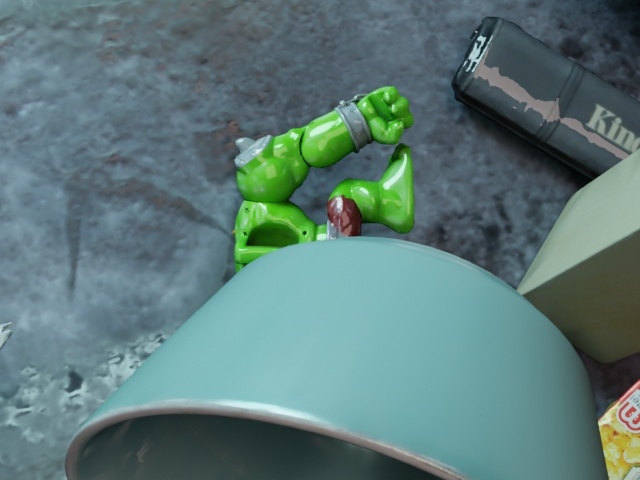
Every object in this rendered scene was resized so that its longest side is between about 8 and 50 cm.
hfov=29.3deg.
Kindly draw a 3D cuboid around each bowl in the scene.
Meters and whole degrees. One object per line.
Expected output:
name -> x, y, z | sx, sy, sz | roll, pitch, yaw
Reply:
bowl -> 0.031, 0.115, 0.692 | 0.311, 0.311, 0.163 | 26, 55, -6

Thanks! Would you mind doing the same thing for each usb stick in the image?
usb stick -> 0.225, -0.071, 0.911 | 0.278, 0.045, 0.077 | 31, 69, -4

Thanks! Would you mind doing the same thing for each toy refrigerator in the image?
toy refrigerator -> 0.231, -0.004, 0.775 | 0.094, 0.269, 0.102 | 35, 69, -3

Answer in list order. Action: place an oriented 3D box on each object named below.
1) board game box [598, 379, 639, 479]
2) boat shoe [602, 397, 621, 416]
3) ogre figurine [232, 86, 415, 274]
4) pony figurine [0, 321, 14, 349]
board game box -> 0.186, 0.208, 0.763 | 0.193, 0.045, 0.147 | -45, 62, 0
boat shoe -> 0.324, 0.071, 0.861 | 0.307, 0.111, 0.104 | -40, 88, -20
ogre figurine -> 0.000, 0.000, 0.805 | 0.118, 0.097, 0.197 | 1, 119, -8
pony figurine -> -0.304, 0.174, 0.575 | 0.302, 0.351, 0.364 | -11, 97, 2
